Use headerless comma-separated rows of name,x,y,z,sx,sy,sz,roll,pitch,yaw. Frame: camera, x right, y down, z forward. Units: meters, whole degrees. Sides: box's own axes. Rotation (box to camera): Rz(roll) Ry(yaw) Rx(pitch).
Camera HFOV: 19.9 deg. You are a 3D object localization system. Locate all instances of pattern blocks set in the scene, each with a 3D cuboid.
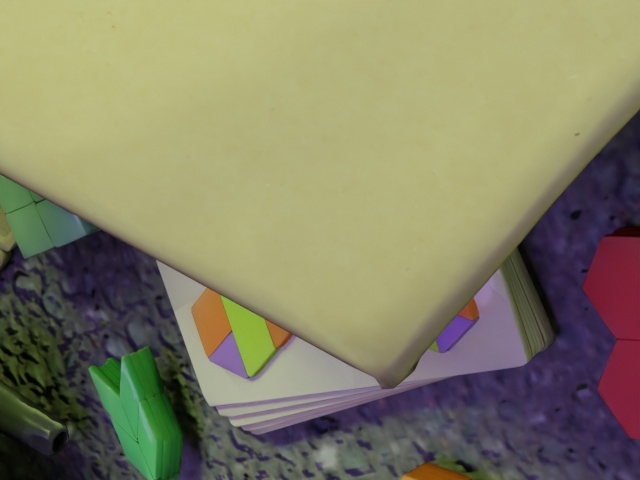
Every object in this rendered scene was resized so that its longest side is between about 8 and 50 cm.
pattern blocks set,0.000,0.000,0.719,0.325,0.026,0.285,-32,87,41

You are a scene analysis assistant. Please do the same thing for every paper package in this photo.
paper package,-0.026,-0.165,0.475,0.325,0.168,0.309,30,126,-13

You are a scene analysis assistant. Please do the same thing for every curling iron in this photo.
curling iron,-0.231,0.046,0.930,0.274,0.035,0.068,20,158,30

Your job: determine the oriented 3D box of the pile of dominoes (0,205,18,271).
pile of dominoes,-0.216,-0.096,0.878,0.251,0.040,0.196,48,132,2
